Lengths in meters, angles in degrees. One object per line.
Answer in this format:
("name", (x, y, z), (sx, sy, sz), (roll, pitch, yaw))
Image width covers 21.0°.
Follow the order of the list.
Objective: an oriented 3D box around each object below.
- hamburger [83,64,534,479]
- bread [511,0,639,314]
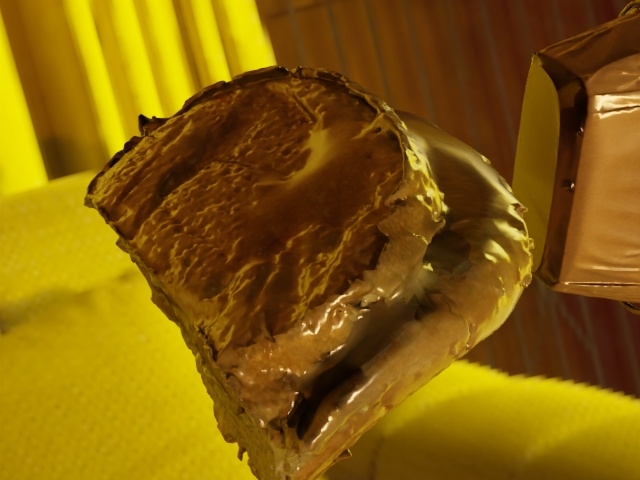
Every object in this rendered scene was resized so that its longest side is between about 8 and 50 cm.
("hamburger", (0.000, 0.000, 0.976), (0.211, 0.132, 0.309), (-32, 33, -7))
("bread", (0.249, -0.057, 1.249), (0.212, 0.224, 0.142), (-5, 29, -19))
